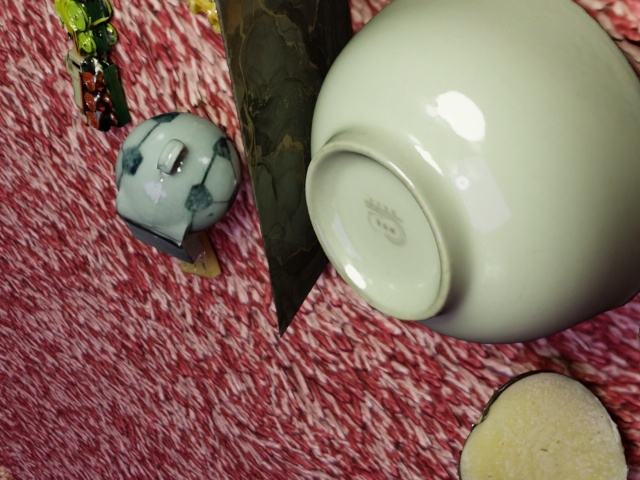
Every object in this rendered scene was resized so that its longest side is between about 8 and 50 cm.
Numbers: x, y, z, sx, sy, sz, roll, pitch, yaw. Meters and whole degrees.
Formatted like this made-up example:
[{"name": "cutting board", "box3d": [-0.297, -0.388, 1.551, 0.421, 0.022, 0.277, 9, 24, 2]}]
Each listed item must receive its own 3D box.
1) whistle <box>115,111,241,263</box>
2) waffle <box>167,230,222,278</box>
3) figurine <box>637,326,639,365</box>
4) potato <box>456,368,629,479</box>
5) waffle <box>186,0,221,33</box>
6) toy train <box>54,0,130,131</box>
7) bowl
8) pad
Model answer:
[{"name": "whistle", "box3d": [-0.174, -0.073, 1.288, 0.163, 0.163, 0.289, 44, 171, 4]}, {"name": "waffle", "box3d": [-0.192, -0.009, 1.448, 0.092, 0.021, 0.135, 9, 128, 38]}, {"name": "figurine", "box3d": [0.347, 0.124, 1.000, 0.101, 0.068, 0.143, 37, 145, 41]}, {"name": "potato", "box3d": [0.241, 0.235, 1.168, 0.202, 0.182, 0.117, 61, -175, -7]}, {"name": "waffle", "box3d": [-0.088, -0.269, 1.086, 0.161, 0.046, 0.192, -20, 108, 53]}, {"name": "toy train", "box3d": [-0.292, -0.245, 1.307, 0.085, 0.053, 0.249, 34, 142, 31]}, {"name": "bowl", "box3d": [0.111, -0.046, 0.924, 0.354, 0.185, 0.353, 36, 143, 33]}, {"name": "pad", "box3d": [-0.012, -0.119, 0.986, 0.007, 0.247, 0.367, 9, 131, 22]}]
